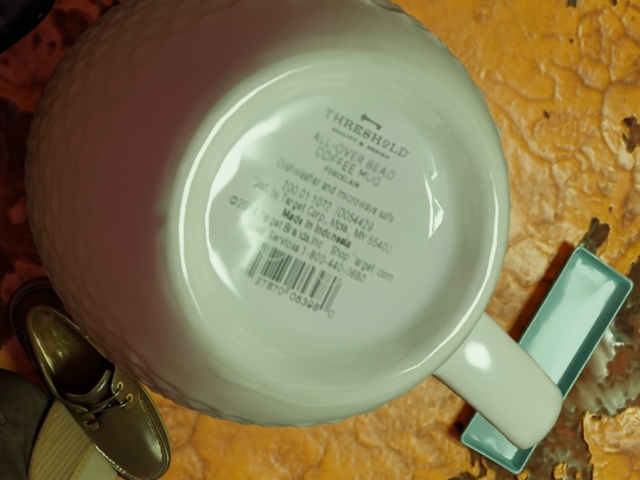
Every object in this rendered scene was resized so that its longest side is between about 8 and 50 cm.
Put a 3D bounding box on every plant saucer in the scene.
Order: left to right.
[{"bbox_3d":[0.189,0.100,0.877,0.067,0.018,0.192,32,89,-18],"label":"plant saucer"}]

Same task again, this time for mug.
[{"bbox_3d":[0.000,0.000,0.643,0.374,0.328,0.276,40,86,-18],"label":"mug"}]

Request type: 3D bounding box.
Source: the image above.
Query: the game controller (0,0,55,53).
[{"bbox_3d":[-0.331,-0.137,0.663,0.319,0.067,0.166,-37,89,-4],"label":"game controller"}]

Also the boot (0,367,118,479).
[{"bbox_3d":[-0.247,0.139,0.624,0.207,0.248,0.090,39,107,-1],"label":"boot"}]

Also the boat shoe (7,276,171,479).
[{"bbox_3d":[-0.167,0.109,0.752,0.064,0.060,0.178,-33,106,-9],"label":"boat shoe"}]
